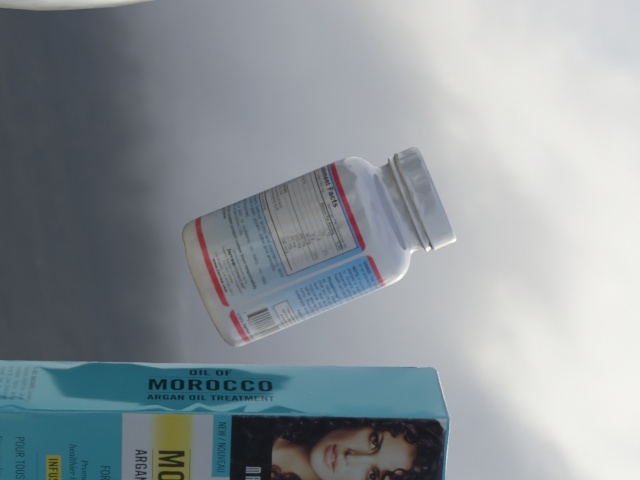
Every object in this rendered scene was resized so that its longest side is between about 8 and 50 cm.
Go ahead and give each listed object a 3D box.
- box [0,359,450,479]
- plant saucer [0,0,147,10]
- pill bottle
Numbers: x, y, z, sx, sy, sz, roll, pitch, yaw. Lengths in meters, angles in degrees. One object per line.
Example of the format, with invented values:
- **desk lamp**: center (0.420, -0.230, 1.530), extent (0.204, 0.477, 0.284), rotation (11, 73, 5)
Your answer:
- **box**: center (-0.064, 0.115, 0.889), extent (0.060, 0.244, 0.101), rotation (-100, -169, -70)
- **plant saucer**: center (-0.068, -0.244, 0.324), extent (0.100, 0.400, 0.400), rotation (10, -61, 34)
- **pill bottle**: center (0.000, 0.000, 1.179), extent (0.087, 0.160, 0.087), rotation (-22, 90, -87)
